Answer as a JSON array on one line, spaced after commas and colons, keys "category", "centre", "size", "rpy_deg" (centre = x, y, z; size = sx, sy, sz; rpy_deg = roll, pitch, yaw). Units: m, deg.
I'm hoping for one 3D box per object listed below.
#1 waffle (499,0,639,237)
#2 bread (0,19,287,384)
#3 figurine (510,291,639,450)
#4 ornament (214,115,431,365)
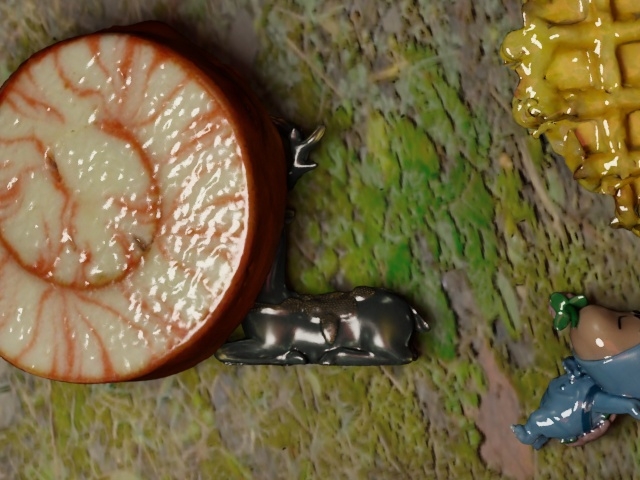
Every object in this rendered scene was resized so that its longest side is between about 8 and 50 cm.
[{"category": "waffle", "centre": [0.366, -0.178, 1.694], "size": [0.382, 0.095, 0.379], "rpy_deg": [42, 92, -2]}, {"category": "bread", "centre": [-0.181, -0.026, 1.659], "size": [0.295, 0.114, 0.327], "rpy_deg": [36, 101, 16]}, {"category": "figurine", "centre": [0.246, 0.117, 1.699], "size": [0.178, 0.114, 0.144], "rpy_deg": [-39, 88, 10]}, {"category": "ornament", "centre": [0.000, 0.000, 1.711], "size": [0.202, 0.080, 0.236], "rpy_deg": [-1, 91, 6]}]
